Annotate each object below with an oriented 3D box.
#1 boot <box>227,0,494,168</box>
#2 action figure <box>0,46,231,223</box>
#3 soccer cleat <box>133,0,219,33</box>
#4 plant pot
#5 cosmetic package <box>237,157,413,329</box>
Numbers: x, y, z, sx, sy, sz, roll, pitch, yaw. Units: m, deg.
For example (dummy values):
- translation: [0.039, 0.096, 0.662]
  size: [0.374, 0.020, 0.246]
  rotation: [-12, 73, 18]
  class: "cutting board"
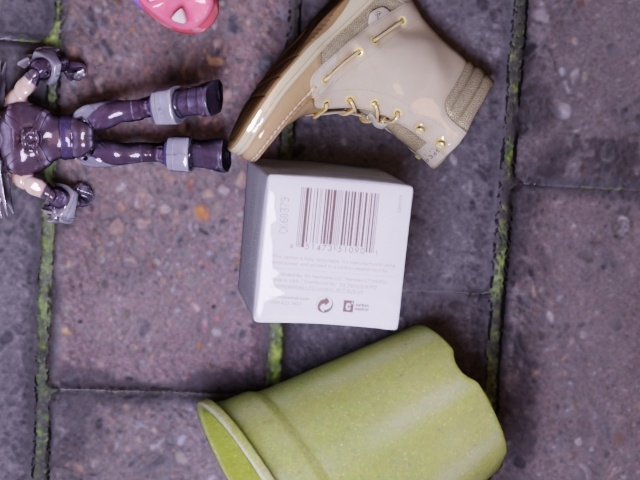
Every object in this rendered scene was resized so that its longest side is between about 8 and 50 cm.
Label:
- translation: [0.046, -0.138, 1.684]
  size: [0.203, 0.095, 0.262]
  rotation: [43, 72, -14]
  class: "boot"
- translation: [-0.241, -0.108, 1.664]
  size: [0.285, 0.099, 0.185]
  rotation: [-2, 106, 5]
  class: "action figure"
- translation: [-0.207, -0.302, 1.651]
  size: [0.248, 0.095, 0.083]
  rotation: [40, 88, 3]
  class: "soccer cleat"
- translation: [0.047, 0.226, 1.687]
  size: [0.254, 0.276, 0.276]
  rotation: [-30, 102, -13]
  class: "plant pot"
- translation: [0.000, 0.000, 1.666]
  size: [0.151, 0.184, 0.151]
  rotation: [5, 97, -8]
  class: "cosmetic package"
